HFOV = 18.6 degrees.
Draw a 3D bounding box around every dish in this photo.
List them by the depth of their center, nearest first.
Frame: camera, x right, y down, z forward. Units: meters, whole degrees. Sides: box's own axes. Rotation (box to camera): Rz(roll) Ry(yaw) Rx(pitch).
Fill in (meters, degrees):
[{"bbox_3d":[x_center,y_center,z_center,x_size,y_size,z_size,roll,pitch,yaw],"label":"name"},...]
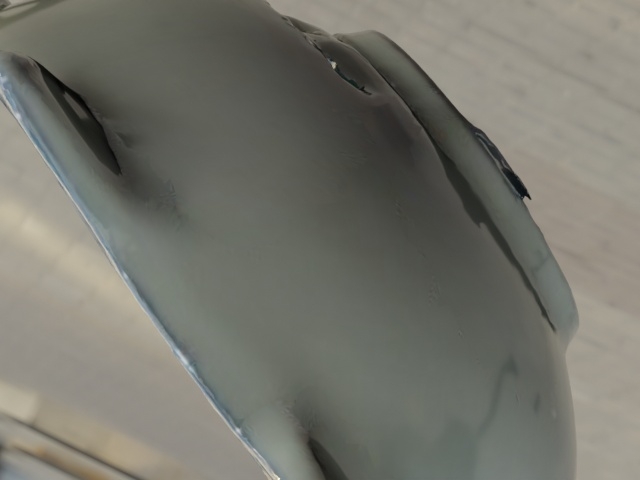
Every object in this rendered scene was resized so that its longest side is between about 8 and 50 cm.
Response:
[{"bbox_3d":[0.000,0.000,0.470,0.236,0.086,0.228,50,174,44],"label":"dish"}]
